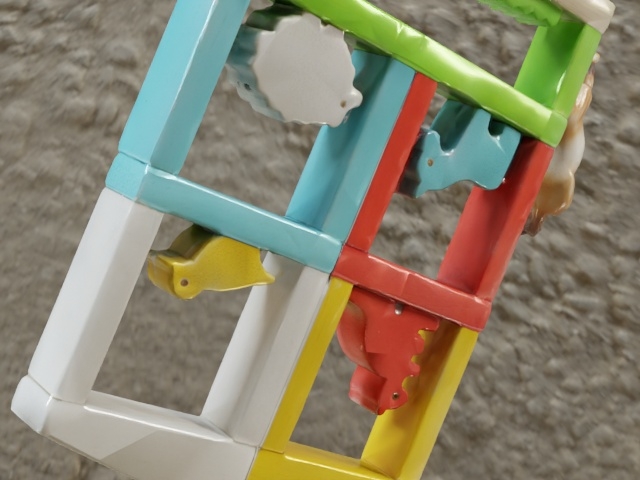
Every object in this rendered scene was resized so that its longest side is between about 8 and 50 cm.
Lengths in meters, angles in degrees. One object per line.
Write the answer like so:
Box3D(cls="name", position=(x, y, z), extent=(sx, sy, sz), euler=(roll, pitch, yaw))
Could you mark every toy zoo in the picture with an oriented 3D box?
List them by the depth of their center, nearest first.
Box3D(cls="toy zoo", position=(0.000, 0.000, 0.508), extent=(0.192, 0.030, 0.293), euler=(21, 92, -39))

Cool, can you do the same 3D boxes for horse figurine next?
Box3D(cls="horse figurine", position=(0.271, -0.109, 1.442), extent=(0.066, 0.174, 0.263), euler=(15, 111, 14))
